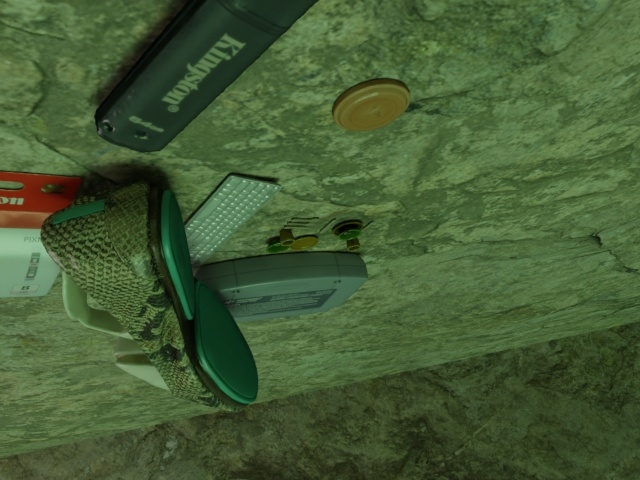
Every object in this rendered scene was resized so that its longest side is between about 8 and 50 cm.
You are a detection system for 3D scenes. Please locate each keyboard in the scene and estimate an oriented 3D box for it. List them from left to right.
[{"bbox_3d":[-0.146,-0.018,0.862,0.072,0.014,0.256,3,153,-36],"label":"keyboard"}]

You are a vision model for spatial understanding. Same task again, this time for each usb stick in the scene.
[{"bbox_3d":[-0.089,-0.153,0.516,0.077,0.045,0.278,8,150,-45],"label":"usb stick"}]

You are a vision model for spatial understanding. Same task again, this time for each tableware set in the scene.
[{"bbox_3d":[0.000,0.000,0.978,0.154,0.024,0.104,1,155,-33],"label":"tableware set"}]

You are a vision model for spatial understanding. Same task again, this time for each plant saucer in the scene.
[{"bbox_3d":[0.054,-0.139,0.680,0.084,0.013,0.083,-11,159,-4],"label":"plant saucer"}]

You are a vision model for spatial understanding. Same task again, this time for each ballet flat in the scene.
[{"bbox_3d":[-0.219,0.099,0.860,0.182,0.163,0.482,-9,144,3],"label":"ballet flat"}]

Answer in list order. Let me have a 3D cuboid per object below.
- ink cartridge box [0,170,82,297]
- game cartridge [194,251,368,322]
[{"bbox_3d":[-0.383,0.002,0.722,0.189,0.066,0.232,1,158,-33],"label":"ink cartridge box"},{"bbox_3d":[-0.078,0.082,1.099,0.295,0.060,0.196,-4,160,-23],"label":"game cartridge"}]
